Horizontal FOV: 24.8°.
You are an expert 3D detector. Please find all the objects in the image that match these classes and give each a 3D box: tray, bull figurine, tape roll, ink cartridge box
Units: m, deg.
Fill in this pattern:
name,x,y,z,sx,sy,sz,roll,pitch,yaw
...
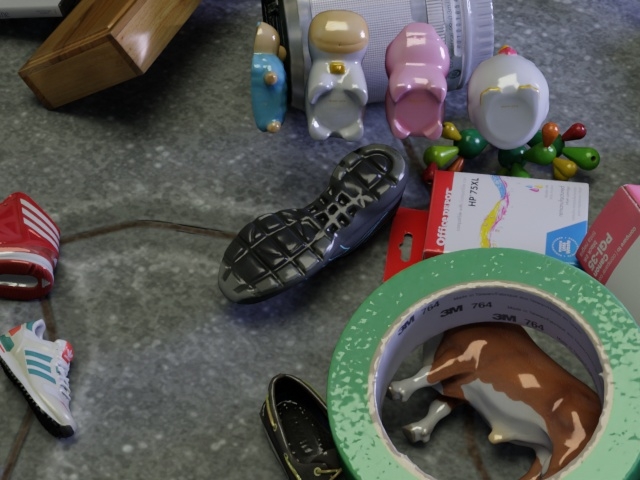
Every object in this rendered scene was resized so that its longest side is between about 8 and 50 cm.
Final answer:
name,x,y,z,sx,sy,sz,roll,pitch,yaw
tray,-0.222,-0.353,1.965,0.203,0.076,0.411,-13,36,43
bull figurine,0.185,0.160,1.550,0.188,0.101,0.310,-38,55,-23
tape roll,0.168,0.160,1.445,0.321,0.077,0.321,-3,57,5
ink cartridge box,0.194,-0.005,1.709,0.231,0.078,0.134,5,49,7
ink cartridge box,0.434,0.079,1.553,0.207,0.117,0.283,4,42,-32

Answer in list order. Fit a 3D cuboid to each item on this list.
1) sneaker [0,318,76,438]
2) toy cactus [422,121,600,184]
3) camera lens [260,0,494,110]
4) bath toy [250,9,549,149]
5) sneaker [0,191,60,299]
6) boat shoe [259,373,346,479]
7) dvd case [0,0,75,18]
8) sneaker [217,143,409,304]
name,x,y,z,sx,sy,sz,roll,pitch,yaw
sneaker,-0.298,0.145,1.604,0.075,0.057,0.161,-33,52,-18
toy cactus,0.231,-0.127,1.813,0.219,0.112,0.180,-9,38,5
camera lens,0.066,-0.286,1.868,0.274,0.219,0.219,-7,49,-4
bath toy,0.094,-0.192,1.712,0.348,0.151,0.129,5,27,-3
sneaker,-0.417,0.001,1.735,0.221,0.087,0.128,12,40,-4
boat shoe,0.003,0.235,1.507,0.081,0.068,0.228,-24,52,-18
dvd case,-0.435,-0.371,2.050,0.253,0.022,0.180,2,45,22
sneaker,0.000,0.000,1.700,0.267,0.106,0.101,-35,62,-16
